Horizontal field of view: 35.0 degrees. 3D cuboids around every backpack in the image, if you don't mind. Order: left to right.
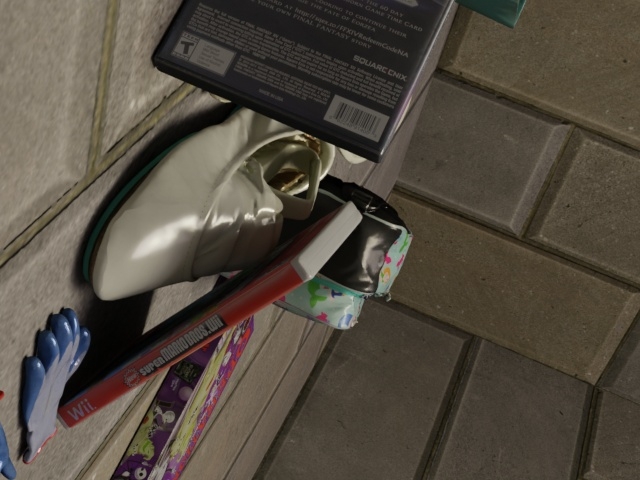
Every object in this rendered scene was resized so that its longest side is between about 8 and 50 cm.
[{"bbox_3d":[0.000,0.000,1.290,0.191,0.225,0.253,-67,171,10],"label":"backpack"}]

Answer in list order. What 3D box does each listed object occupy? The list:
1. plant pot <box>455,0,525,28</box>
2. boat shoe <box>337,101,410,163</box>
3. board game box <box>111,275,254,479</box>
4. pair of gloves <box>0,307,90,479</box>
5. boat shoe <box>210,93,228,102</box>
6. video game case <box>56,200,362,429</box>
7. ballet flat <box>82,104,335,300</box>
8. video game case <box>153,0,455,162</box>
[{"bbox_3d":[0.152,-0.379,1.182,0.166,0.234,0.165,-5,119,-81],"label":"plant pot"},{"bbox_3d":[0.022,-0.205,1.082,0.116,0.099,0.319,-40,150,-12],"label":"boat shoe"},{"bbox_3d":[-0.183,0.224,1.378,0.208,0.056,0.346,107,9,-66],"label":"board game box"},{"bbox_3d":[-0.242,0.149,0.817,0.198,0.023,0.159,-56,167,-53],"label":"pair of gloves"},{"bbox_3d":[-0.073,-0.160,1.005,0.043,0.049,0.137,-25,-172,16],"label":"boat shoe"},{"bbox_3d":[-0.099,0.066,0.959,0.285,0.025,0.204,-33,-175,21],"label":"video game case"},{"bbox_3d":[-0.077,-0.046,0.975,0.400,0.139,0.139,-53,164,-61],"label":"ballet flat"},{"bbox_3d":[0.013,-0.219,0.831,0.026,0.196,0.274,97,17,-72],"label":"video game case"}]
